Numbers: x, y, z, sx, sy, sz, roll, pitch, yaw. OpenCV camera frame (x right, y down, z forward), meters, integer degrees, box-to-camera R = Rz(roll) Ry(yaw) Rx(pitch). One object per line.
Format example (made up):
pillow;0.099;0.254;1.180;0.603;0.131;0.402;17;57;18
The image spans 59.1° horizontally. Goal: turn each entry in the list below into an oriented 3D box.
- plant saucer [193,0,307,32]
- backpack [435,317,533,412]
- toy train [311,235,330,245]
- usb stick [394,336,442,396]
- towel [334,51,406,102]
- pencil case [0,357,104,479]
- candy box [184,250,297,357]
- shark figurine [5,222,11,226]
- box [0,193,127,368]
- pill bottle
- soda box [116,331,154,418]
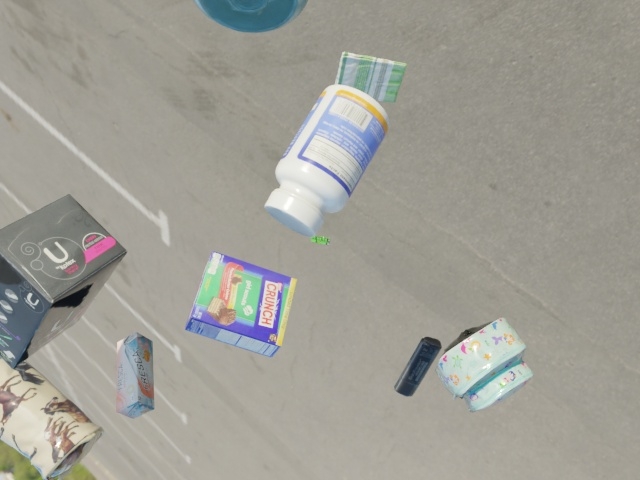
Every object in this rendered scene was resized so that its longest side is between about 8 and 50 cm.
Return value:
plant saucer;-0.184;-0.633;1.440;0.318;0.043;0.317;0;159;0
backpack;0.402;0.304;1.389;0.191;0.225;0.253;57;177;28
toy train;0.000;0.000;1.712;0.083;0.017;0.023;11;114;48
usb stick;0.331;0.435;1.930;0.077;0.045;0.278;20;125;0
towel;0.113;-0.377;1.308;0.152;0.023;0.113;7;142;-7
pencil case;-0.722;0.392;1.334;0.410;0.160;0.183;38;105;4
candy box;-0.266;0.219;1.935;0.317;0.268;0.122;21;145;-14
shark figurine;-0.783;-0.004;1.295;0.116;0.166;0.278;34;154;14
box;-0.476;0.074;0.959;0.143;0.165;0.270;46;131;-2
pill bottle;0.008;-0.149;1.086;0.152;0.272;0.152;29;168;7
soda box;-0.422;0.306;1.285;0.058;0.063;0.183;50;-163;-48
